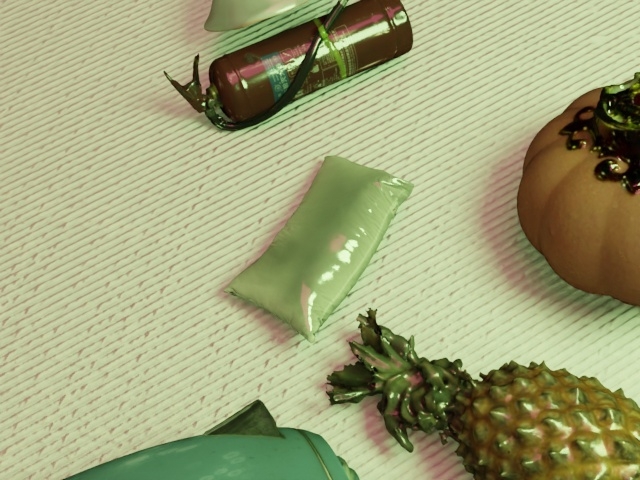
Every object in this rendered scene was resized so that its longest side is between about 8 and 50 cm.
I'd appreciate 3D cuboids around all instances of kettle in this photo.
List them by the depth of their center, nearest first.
[{"bbox_3d":[-0.102,0.342,0.782,0.342,0.247,0.319,-21,96,-17],"label":"kettle"}]

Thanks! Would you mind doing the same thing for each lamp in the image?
[{"bbox_3d":[0.380,-0.076,0.926,0.305,0.239,0.305,-12,44,11],"label":"lamp"}]

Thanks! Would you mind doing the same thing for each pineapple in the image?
[{"bbox_3d":[0.180,0.186,0.879,0.361,0.175,0.175,25,66,30],"label":"pineapple"}]

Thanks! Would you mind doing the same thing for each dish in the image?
[{"bbox_3d":[-0.072,-0.377,1.129,0.229,0.081,0.229,-19,27,10],"label":"dish"}]

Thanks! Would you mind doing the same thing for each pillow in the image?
[{"bbox_3d":[-0.001,0.000,1.009,0.144,0.078,0.254,24,66,24],"label":"pillow"}]

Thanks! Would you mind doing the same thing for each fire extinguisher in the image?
[{"bbox_3d":[-0.043,-0.255,1.109,0.341,0.141,0.105,-24,33,-10],"label":"fire extinguisher"}]
